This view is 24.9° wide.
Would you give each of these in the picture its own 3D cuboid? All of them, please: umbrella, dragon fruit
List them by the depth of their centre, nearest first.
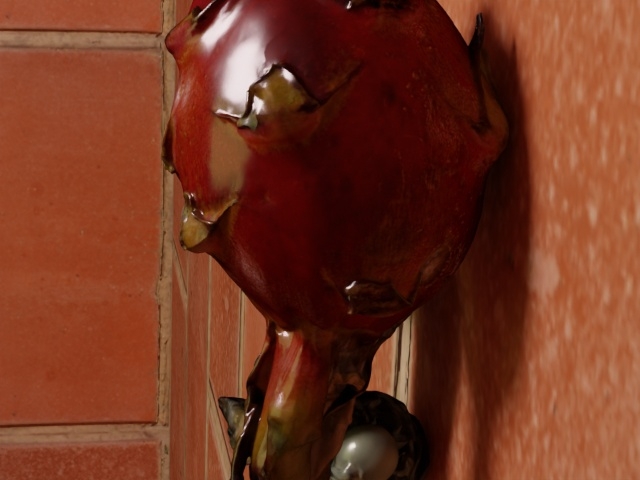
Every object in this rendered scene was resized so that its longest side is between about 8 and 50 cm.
[{"bbox_3d":[0.000,0.000,0.550,0.125,0.125,0.246,14,98,51],"label":"dragon fruit"},{"bbox_3d":[0.016,0.103,0.679,0.067,0.062,0.143,-59,-3,-10],"label":"umbrella"}]

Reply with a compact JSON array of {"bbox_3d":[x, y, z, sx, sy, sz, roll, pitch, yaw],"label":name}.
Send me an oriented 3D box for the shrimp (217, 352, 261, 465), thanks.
[{"bbox_3d":[-0.006,0.031,0.700,0.150,0.051,0.217,-58,11,12],"label":"shrimp"}]
